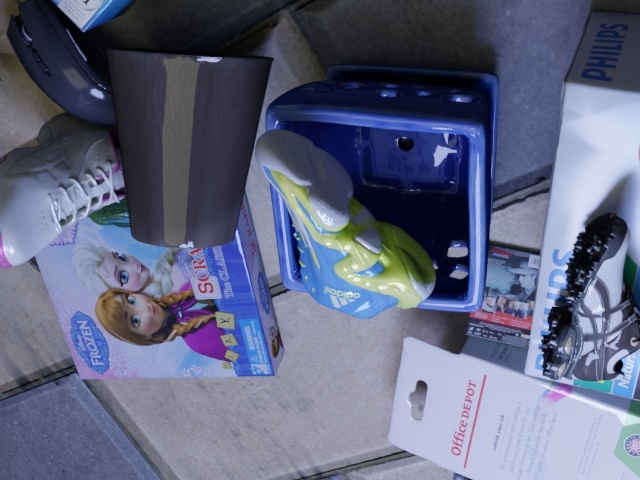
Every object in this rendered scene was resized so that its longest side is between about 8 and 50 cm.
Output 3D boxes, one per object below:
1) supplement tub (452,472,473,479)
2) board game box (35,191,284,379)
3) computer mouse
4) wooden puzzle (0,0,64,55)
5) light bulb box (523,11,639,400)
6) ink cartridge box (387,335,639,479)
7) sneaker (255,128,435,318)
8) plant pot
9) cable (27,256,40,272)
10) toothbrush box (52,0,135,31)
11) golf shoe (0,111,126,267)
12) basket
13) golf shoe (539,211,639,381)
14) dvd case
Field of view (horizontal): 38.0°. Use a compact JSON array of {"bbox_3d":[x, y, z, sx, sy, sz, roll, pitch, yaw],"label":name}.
[{"bbox_3d":[0.288,0.352,1.321,0.198,0.106,0.106,14,124,12],"label":"supplement tub"},{"bbox_3d":[-0.238,0.055,1.333,0.318,0.066,0.318,-4,119,15],"label":"board game box"},{"bbox_3d":[-0.369,-0.225,1.173,0.184,0.060,0.262,-30,104,35],"label":"computer mouse"},{"bbox_3d":[-0.420,-0.347,1.186,0.239,0.044,0.220,15,124,16],"label":"wooden puzzle"},{"bbox_3d":[0.422,-0.019,0.960,0.361,0.225,0.357,11,123,18],"label":"light bulb box"},{"bbox_3d":[0.280,0.228,1.222,0.354,0.119,0.207,19,125,19],"label":"ink cartridge box"},{"bbox_3d":[0.000,0.000,0.958,0.240,0.091,0.126,44,125,-11],"label":"sneaker"},{"bbox_3d":[0.087,-0.078,1.064,0.236,0.212,0.235,6,122,17],"label":"plant pot"},{"bbox_3d":[-0.490,-0.044,1.371,0.140,0.072,0.287,-20,112,24],"label":"cable"},{"bbox_3d":[-0.219,-0.409,0.994,0.295,0.126,0.216,-40,101,21],"label":"toothbrush box"},{"bbox_3d":[-0.310,-0.073,1.155,0.140,0.306,0.115,2,125,10],"label":"golf shoe"},{"bbox_3d":[-0.161,-0.113,1.125,0.205,0.154,0.226,6,103,12],"label":"basket"},{"bbox_3d":[0.278,0.059,0.896,0.094,0.077,0.198,12,131,6],"label":"golf shoe"},{"bbox_3d":[0.238,0.071,1.180,0.087,0.013,0.119,11,86,13],"label":"dvd case"}]
